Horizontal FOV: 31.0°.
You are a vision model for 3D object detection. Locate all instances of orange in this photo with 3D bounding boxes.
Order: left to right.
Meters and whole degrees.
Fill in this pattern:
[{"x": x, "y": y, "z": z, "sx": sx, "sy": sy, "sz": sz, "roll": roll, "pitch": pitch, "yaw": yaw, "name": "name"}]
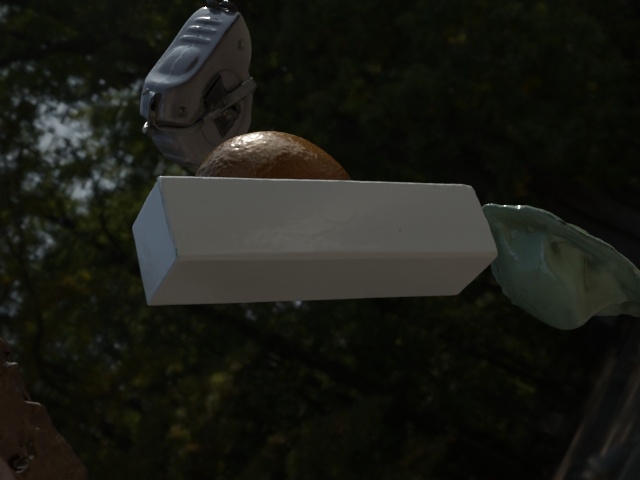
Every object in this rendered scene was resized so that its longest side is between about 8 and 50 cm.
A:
[{"x": -0.051, "y": -0.030, "z": 1.336, "sx": 0.206, "sy": 0.206, "sz": 0.206, "roll": -56, "pitch": -16, "yaw": -26, "name": "orange"}]

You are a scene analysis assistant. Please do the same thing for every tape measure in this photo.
[{"x": -0.177, "y": -0.210, "z": 1.731, "sx": 0.236, "sy": 0.120, "sz": 0.197, "roll": -58, "pitch": -35, "yaw": -28, "name": "tape measure"}]

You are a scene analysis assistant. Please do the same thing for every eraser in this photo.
[{"x": 0.000, "y": 0.001, "z": 0.962, "sx": 0.298, "sy": 0.076, "sz": 0.078, "roll": 0, "pitch": -32, "yaw": -29, "name": "eraser"}]

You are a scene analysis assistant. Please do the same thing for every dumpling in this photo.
[{"x": 0.244, "y": 0.034, "z": 1.193, "sx": 0.152, "sy": 0.219, "sz": 0.108, "roll": -80, "pitch": 15, "yaw": -82, "name": "dumpling"}]

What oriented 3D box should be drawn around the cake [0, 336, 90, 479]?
[{"x": -0.135, "y": 0.121, "z": 0.433, "sx": 0.112, "sy": 0.295, "sz": 0.116, "roll": -22, "pitch": 6, "yaw": 40, "name": "cake"}]
